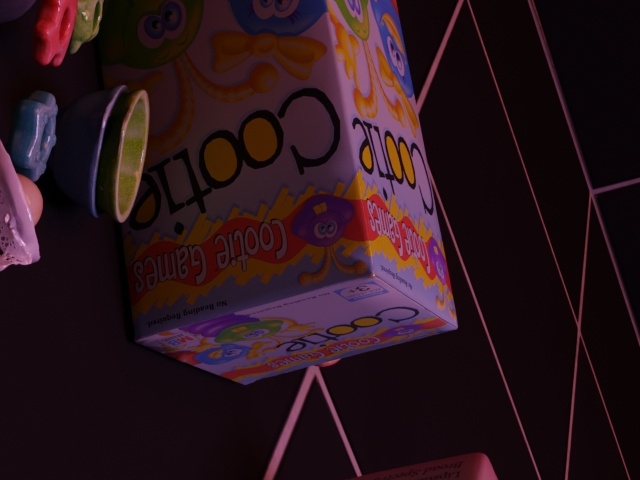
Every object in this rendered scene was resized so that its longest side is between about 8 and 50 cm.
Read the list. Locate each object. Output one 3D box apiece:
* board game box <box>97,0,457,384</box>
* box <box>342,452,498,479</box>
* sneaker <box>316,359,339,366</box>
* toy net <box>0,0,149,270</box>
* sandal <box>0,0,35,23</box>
[{"bbox_3d":[-0.031,-0.076,0.891,0.142,0.144,0.275,33,44,-64],"label":"board game box"},{"bbox_3d":[0.027,0.233,0.806,0.232,0.148,0.127,-64,135,-65],"label":"box"},{"bbox_3d":[0.000,0.000,1.051,0.208,0.081,0.094,-75,153,-46],"label":"sneaker"},{"bbox_3d":[-0.118,-0.041,0.683,0.232,0.045,0.122,-72,173,-67],"label":"toy net"},{"bbox_3d":[-0.177,-0.219,0.668,0.054,0.097,0.254,-13,87,-46],"label":"sandal"}]
